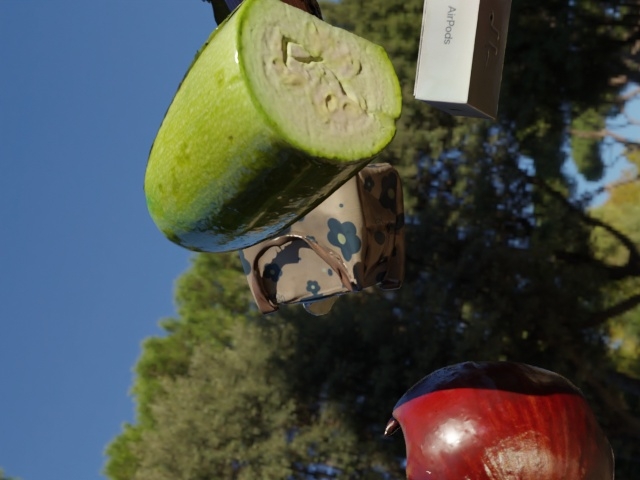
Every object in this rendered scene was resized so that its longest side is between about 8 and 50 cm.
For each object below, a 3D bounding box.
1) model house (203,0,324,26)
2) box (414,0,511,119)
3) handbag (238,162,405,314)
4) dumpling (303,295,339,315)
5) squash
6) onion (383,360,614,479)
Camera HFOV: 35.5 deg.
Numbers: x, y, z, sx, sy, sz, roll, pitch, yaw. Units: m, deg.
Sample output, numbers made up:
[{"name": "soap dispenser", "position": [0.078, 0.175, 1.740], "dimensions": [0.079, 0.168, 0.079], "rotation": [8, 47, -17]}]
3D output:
[{"name": "model house", "position": [-0.116, -0.415, 1.853], "dimensions": [0.294, 0.207, 0.154], "rotation": [62, -159, -52]}, {"name": "box", "position": [0.129, -0.180, 0.887], "dimensions": [0.129, 0.051, 0.130], "rotation": [-2, -81, -70]}, {"name": "handbag", "position": [0.000, 0.000, 1.512], "dimensions": [0.190, 0.251, 0.193], "rotation": [-10, -93, -55]}, {"name": "dumpling", "position": [0.007, 0.045, 2.220], "dimensions": [0.318, 0.187, 0.243], "rotation": [28, -130, -47]}, {"name": "squash", "position": [-0.082, -0.110, 1.229], "dimensions": [0.233, 0.309, 0.210], "rotation": [16, -120, -30]}, {"name": "onion", "position": [0.264, 0.328, 1.434], "dimensions": [0.341, 0.341, 0.341], "rotation": [-32, -54, -58]}]
